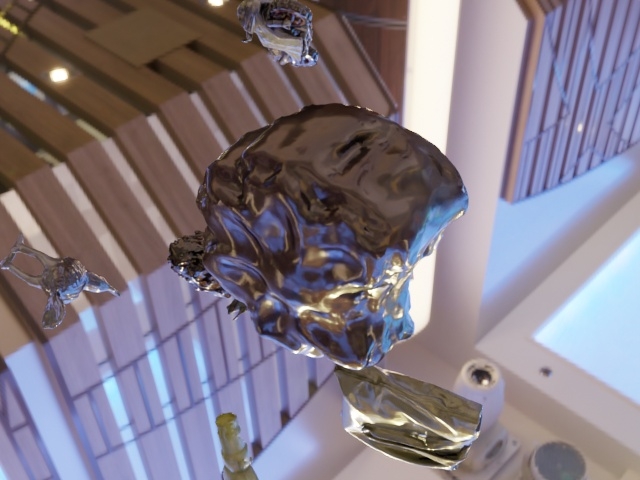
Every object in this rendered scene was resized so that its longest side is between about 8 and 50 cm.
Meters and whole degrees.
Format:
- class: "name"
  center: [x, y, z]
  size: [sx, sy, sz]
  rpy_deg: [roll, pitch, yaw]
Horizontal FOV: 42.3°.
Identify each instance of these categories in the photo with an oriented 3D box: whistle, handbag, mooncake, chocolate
- class: "whistle"
  center: [-0.136, 0.365, 1.329]
  size: [0.057, 0.198, 0.104]
  rpy_deg: [-22, -152, -20]
- class: "handbag"
  center: [0.146, 0.314, 1.447]
  size: [0.253, 0.315, 0.109]
  rpy_deg: [18, -116, 11]
- class: "mooncake"
  center: [0.000, 0.000, 1.164]
  size: [0.351, 0.381, 0.212]
  rpy_deg: [25, -131, 26]
- class: "chocolate"
  center: [-0.233, 0.034, 1.583]
  size: [0.133, 0.156, 0.156]
  rpy_deg: [8, -147, -37]

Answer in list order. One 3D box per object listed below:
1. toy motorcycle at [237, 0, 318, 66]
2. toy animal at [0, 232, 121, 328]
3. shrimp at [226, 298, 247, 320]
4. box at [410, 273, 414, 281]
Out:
- class: "toy motorcycle"
  center: [-0.068, -0.336, 1.349]
  size: [0.123, 0.215, 0.080]
  rpy_deg: [14, -100, 6]
- class: "toy animal"
  center: [-0.513, 0.069, 1.578]
  size: [0.206, 0.081, 0.367]
  rpy_deg: [34, -176, 0]
- class: "shrimp"
  center: [0.008, 0.061, 1.731]
  size: [0.445, 0.272, 0.085]
  rpy_deg: [-30, -155, 3]
- class: "box"
  center: [0.108, 0.041, 1.654]
  size: [0.155, 0.040, 0.083]
  rpy_deg: [1, -108, -17]
